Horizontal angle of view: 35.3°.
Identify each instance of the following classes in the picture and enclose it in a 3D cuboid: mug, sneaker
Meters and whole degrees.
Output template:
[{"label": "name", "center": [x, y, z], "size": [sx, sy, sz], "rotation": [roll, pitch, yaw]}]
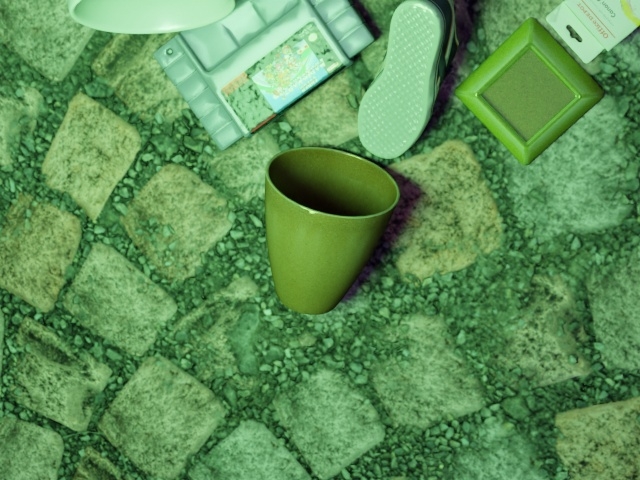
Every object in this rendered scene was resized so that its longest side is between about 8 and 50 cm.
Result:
[{"label": "mug", "center": [-0.243, -0.547, 1.665], "size": [0.373, 0.276, 0.328], "rotation": [-6, 86, 8]}, {"label": "sneaker", "center": [0.161, -0.289, 1.735], "size": [0.126, 0.127, 0.321], "rotation": [28, 134, 10]}]

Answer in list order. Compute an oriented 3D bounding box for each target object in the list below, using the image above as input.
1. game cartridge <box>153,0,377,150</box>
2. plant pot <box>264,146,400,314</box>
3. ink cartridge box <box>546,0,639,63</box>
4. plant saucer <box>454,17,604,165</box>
[{"label": "game cartridge", "center": [-0.101, -0.345, 1.802], "size": [0.355, 0.068, 0.230], "rotation": [-34, 91, 18]}, {"label": "plant pot", "center": [0.000, 0.000, 1.801], "size": [0.237, 0.237, 0.254], "rotation": [17, 122, 7]}, {"label": "ink cartridge box", "center": [0.482, -0.394, 1.655], "size": [0.198, 0.067, 0.115], "rotation": [-42, 93, 19]}, {"label": "plant saucer", "center": [0.358, -0.252, 1.733], "size": [0.188, 0.045, 0.188], "rotation": [45, 109, -3]}]
